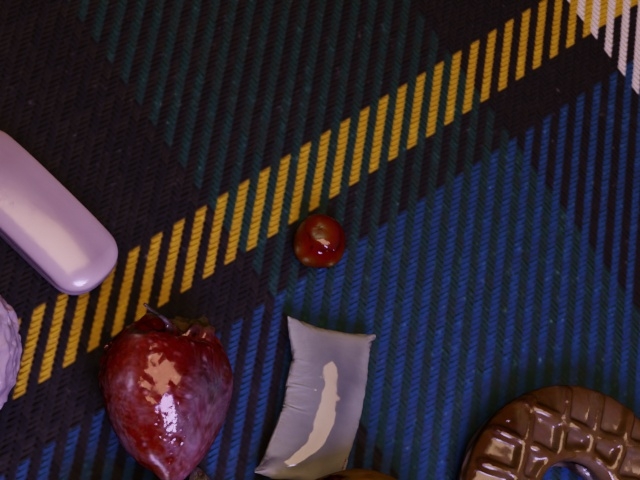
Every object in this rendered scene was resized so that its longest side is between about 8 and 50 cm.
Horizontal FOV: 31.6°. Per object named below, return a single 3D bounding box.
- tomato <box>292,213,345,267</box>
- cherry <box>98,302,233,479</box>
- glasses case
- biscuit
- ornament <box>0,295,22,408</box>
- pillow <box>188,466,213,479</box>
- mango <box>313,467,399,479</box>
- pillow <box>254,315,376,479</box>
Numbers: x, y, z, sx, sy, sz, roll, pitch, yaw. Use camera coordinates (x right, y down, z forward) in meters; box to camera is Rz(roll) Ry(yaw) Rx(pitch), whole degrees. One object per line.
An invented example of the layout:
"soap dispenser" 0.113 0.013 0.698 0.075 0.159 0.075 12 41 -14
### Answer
"tomato" 0.000 0.000 1.773 0.087 0.075 0.087 4 70 -11
"cherry" -0.218 0.222 1.596 0.175 0.192 0.249 -12 77 20
"glasses case" -0.429 -0.043 1.678 0.297 0.075 0.113 45 68 1
"biscuit" 0.350 0.369 1.731 0.366 0.115 0.268 -32 83 -22
"ornament" -0.521 0.150 1.507 0.225 0.259 0.259 13 66 -50
"pillow" -0.150 0.387 1.548 0.038 0.232 0.130 -37 92 6
"mango" 0.017 0.533 1.543 0.300 0.232 0.445 19 80 -13
"pillow" -0.006 0.242 1.696 0.144 0.078 0.254 16 71 -9
